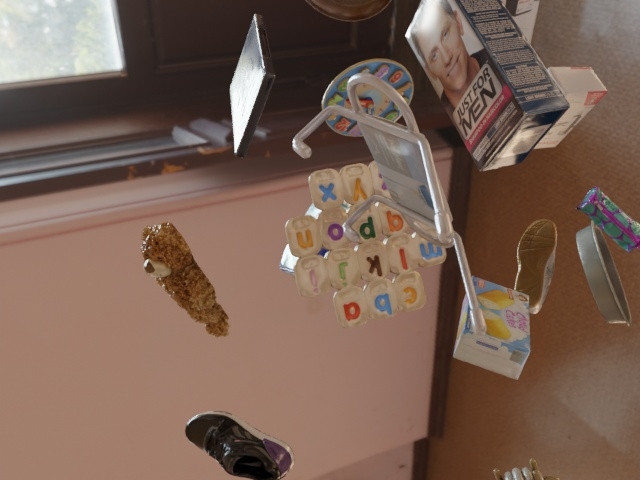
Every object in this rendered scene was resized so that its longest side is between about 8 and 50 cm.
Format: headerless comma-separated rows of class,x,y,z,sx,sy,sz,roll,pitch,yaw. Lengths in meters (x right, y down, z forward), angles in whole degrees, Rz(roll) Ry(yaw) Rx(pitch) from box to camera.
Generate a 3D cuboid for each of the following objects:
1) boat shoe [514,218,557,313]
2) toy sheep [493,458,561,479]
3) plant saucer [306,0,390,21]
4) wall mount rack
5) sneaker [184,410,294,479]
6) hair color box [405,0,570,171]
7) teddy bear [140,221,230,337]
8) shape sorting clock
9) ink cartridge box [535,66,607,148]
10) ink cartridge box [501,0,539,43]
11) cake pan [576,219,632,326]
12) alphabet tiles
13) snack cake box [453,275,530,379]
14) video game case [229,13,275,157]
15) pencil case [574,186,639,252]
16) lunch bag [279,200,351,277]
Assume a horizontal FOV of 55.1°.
boat shoe,0.610,0.075,1.737,0.098,0.277,0.096,7,156,35
toy sheep,0.320,0.404,0.978,0.091,0.132,0.091,-19,-90,-76
plant saucer,0.066,-0.750,1.682,0.310,0.311,0.050,114,177,-57
wall mount rack,0.118,-0.042,0.830,0.304,0.130,0.350,33,163,42
sneaker,-0.209,0.492,1.458,0.124,0.283,0.107,-7,-69,-73
hair color box,0.295,-0.322,1.144,0.174,0.105,0.347,116,137,-59
teddy bear,-0.331,0.112,1.480,0.245,0.113,0.338,45,161,30
shape sorting clock,0.103,-0.302,1.325,0.206,0.206,0.040,107,153,-53
ink cartridge box,0.597,-0.337,1.585,0.092,0.158,0.218,68,150,24
ink cartridge box,0.627,-0.745,2.004,0.223,0.129,0.307,-38,-41,-80
cake pan,0.746,0.090,1.624,0.054,0.293,0.293,-20,81,28
alphabet tiles,0.083,0.002,1.083,0.021,0.284,0.278,170,87,-73
snack cake box,0.414,0.201,1.469,0.264,0.152,0.089,-54,-20,-61
video game case,-0.149,-0.331,1.296,0.274,0.026,0.196,-103,32,-46
pencil case,0.632,-0.045,1.329,0.152,0.064,0.070,42,-164,5
lunch bag,0.000,0.000,1.439,0.219,0.090,0.176,-61,19,-9
